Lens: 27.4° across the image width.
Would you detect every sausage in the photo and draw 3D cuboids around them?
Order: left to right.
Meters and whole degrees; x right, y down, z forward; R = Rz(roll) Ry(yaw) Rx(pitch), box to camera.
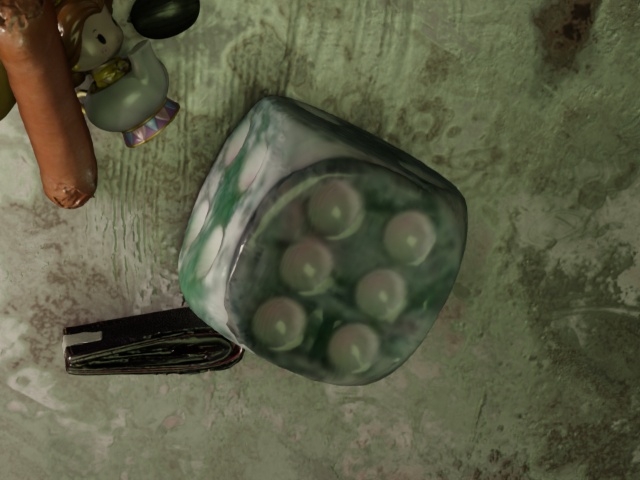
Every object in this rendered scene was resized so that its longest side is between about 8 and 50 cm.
[{"bbox_3d":[-0.375,-0.183,1.820,0.094,0.094,0.419,-51,156,-28],"label":"sausage"}]

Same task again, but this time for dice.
[{"bbox_3d":[0.000,0.000,1.937,0.330,0.348,0.328,23,101,-18],"label":"dice"}]

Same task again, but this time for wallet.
[{"bbox_3d":[-0.258,0.148,1.986,0.262,0.221,0.071,-6,101,-12],"label":"wallet"}]

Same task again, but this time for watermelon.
[{"bbox_3d":[-0.229,-0.335,1.923,0.110,0.078,0.078,-24,110,2],"label":"watermelon"}]

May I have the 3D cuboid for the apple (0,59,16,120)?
[{"bbox_3d":[-0.513,-0.238,1.823,0.200,0.200,0.200,-4,107,-12],"label":"apple"}]

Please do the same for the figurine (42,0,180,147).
[{"bbox_3d":[-0.322,-0.262,1.888,0.189,0.142,0.263,-23,119,32],"label":"figurine"}]
